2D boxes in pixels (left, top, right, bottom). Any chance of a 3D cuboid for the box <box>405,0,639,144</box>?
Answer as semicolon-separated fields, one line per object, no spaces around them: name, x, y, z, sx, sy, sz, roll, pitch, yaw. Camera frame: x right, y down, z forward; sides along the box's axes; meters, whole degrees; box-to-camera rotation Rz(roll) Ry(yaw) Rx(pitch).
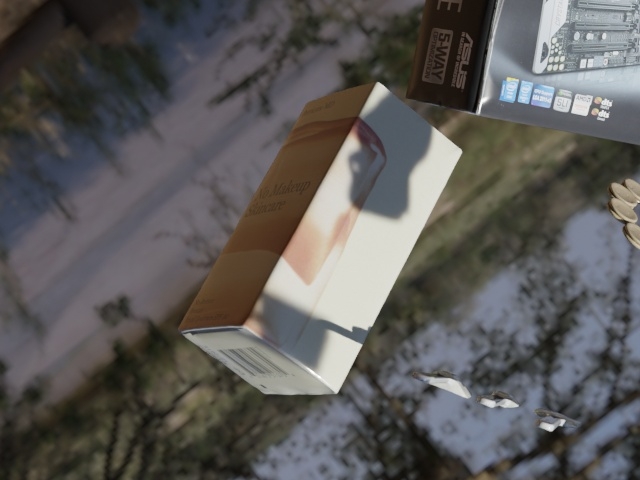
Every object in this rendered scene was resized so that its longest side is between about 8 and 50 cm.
box;0.216;-0.188;1.078;0.307;0.242;0.076;7;-172;-38

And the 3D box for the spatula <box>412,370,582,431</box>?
spatula;0.165;0.156;1.522;0.242;0.168;0.019;18;93;-76

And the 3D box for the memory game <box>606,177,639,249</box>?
memory game;0.381;0.000;1.695;0.012;0.186;0.186;-53;171;28

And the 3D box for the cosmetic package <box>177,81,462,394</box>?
cosmetic package;0.000;0.000;1.604;0.153;0.129;0.296;-12;-135;58
